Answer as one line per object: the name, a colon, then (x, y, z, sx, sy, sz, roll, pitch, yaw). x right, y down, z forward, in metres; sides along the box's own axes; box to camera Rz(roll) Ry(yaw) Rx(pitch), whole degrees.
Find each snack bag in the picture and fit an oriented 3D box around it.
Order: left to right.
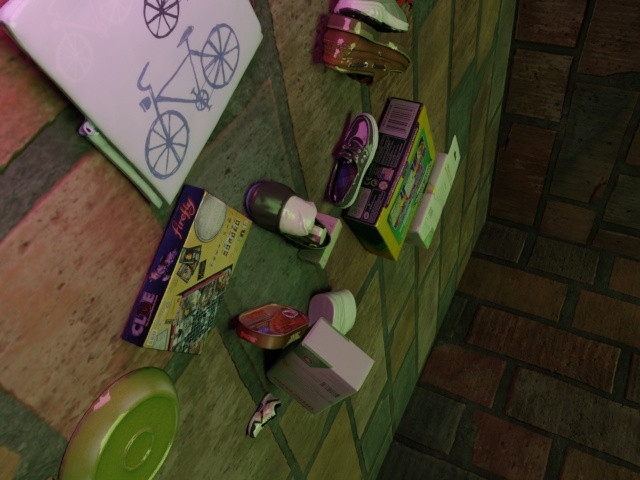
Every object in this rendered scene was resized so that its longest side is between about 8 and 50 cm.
snack bag: (-0.198, -0.250, 0.689, 0.323, 0.037, 0.342, -66, 157, -18)

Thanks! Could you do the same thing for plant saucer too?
plant saucer: (-0.293, 0.317, 0.879, 0.241, 0.037, 0.241, -48, 147, -46)

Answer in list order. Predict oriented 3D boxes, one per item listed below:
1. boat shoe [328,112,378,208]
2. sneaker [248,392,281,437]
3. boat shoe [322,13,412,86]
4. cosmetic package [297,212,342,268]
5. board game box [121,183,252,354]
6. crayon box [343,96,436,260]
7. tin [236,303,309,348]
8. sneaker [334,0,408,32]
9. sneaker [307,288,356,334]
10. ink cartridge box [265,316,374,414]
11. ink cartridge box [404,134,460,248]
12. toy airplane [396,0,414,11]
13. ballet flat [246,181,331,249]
boat shoe: (0.067, -0.184, 1.311, 0.076, 0.080, 0.229, -11, 124, -67)
sneaker: (-0.129, 0.409, 1.317, 0.109, 0.043, 0.040, -60, 157, -23)
boat shoe: (0.091, -0.381, 1.193, 0.307, 0.110, 0.104, -4, 114, -56)
cosmetic package: (0.000, 0.000, 1.299, 0.115, 0.060, 0.041, -64, 157, -16)
board game box: (-0.201, 0.054, 0.894, 0.243, 0.042, 0.165, -69, 157, -8)
crayon box: (0.207, -0.161, 1.605, 0.363, 0.106, 0.313, -67, 158, -11)
tin: (-0.095, 0.171, 1.145, 0.189, 0.106, 0.040, -11, 123, -64)
sneaker: (0.120, -0.492, 1.176, 0.271, 0.100, 0.108, -17, 117, -63)
sneaker: (0.028, 0.271, 1.498, 0.169, 0.108, 0.293, -10, 114, -62)
ink cartridge box: (-0.007, 0.282, 1.254, 0.093, 0.154, 0.212, -52, -178, -42)
ink cartridge box: (0.355, -0.173, 1.917, 0.353, 0.119, 0.207, -68, 157, -9)
toy airplane: (0.224, -0.640, 1.396, 0.151, 0.028, 0.151, -47, 147, -44)
ballet flat: (-0.044, -0.043, 1.117, 0.095, 0.096, 0.280, -70, 157, -6)
